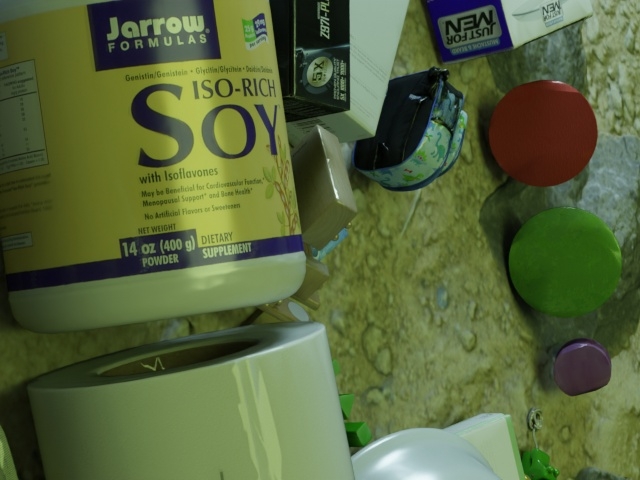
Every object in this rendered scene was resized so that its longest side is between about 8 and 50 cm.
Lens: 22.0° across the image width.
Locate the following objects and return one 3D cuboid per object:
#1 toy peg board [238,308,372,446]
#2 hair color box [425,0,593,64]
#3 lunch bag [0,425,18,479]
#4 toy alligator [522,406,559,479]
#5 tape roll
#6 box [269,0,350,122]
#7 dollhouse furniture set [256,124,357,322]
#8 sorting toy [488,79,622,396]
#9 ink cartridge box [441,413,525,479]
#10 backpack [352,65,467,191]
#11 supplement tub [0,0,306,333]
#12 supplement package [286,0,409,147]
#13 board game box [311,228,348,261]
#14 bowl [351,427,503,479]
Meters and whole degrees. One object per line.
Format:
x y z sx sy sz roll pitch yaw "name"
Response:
-0.037 0.166 1.514 0.160 0.079 0.161 -44 116 -43 "toy peg board"
0.177 -0.382 1.818 0.185 0.110 0.339 -26 102 -48 "hair color box"
-0.351 0.144 1.100 0.235 0.169 0.287 -32 104 -46 "lunch bag"
0.244 0.273 1.831 0.056 0.051 0.190 34 60 -41 "toy alligator"
-0.099 0.172 1.321 0.246 0.246 0.169 -15 96 -48 "tape roll"
-0.065 -0.178 1.458 0.077 0.180 0.147 9 78 -49 "box"
0.000 0.000 1.471 0.123 0.151 0.144 31 27 -30 "dollhouse furniture set"
0.281 -0.008 1.906 0.126 0.127 0.365 -43 123 -76 "sorting toy"
0.116 0.291 1.686 0.235 0.056 0.171 -16 96 -34 "ink cartridge box"
0.093 -0.105 1.682 0.084 0.105 0.114 38 60 -37 "backpack"
-0.148 -0.104 1.310 0.241 0.241 0.331 -9 91 -48 "supplement tub"
0.003 -0.194 1.594 0.105 0.105 0.179 35 60 -38 "supplement package"
-0.019 -0.022 1.607 0.090 0.020 0.090 -43 116 -44 "board game box"
0.111 0.337 1.546 0.298 0.134 0.298 -11 109 -36 "bowl"
